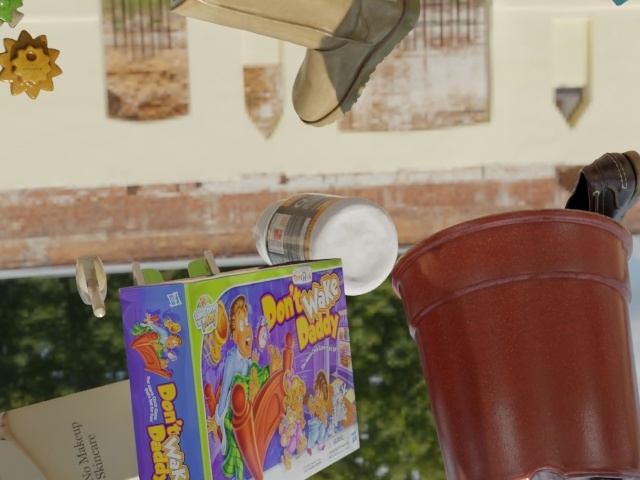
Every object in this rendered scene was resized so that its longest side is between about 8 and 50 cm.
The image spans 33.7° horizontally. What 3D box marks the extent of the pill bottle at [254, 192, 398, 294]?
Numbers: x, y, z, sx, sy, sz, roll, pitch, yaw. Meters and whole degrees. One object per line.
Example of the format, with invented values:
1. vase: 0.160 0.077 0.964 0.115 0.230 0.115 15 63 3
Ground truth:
1. pill bottle: 0.000 0.000 1.816 0.162 0.162 0.278 -7 -172 -27

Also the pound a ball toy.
1. pound a ball toy: -0.235 0.130 1.540 0.208 0.136 0.319 -9 -153 -14

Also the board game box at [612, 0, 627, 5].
1. board game box: 0.419 -0.375 0.962 0.336 0.079 0.253 -42 -174 -25

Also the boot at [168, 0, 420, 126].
1. boot: -0.052 -0.243 1.201 0.269 0.236 0.089 8 -134 -37

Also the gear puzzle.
1. gear puzzle: -0.446 -0.287 1.261 0.339 0.175 0.044 45 164 -31

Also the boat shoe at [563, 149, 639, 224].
1. boat shoe: 0.305 -0.029 1.205 0.073 0.073 0.207 -18 148 -11

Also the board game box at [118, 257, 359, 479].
1. board game box: -0.071 0.147 1.135 0.078 0.234 0.347 -5 -179 26

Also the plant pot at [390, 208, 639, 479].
1. plant pot: 0.225 0.145 1.133 0.272 0.265 0.272 -5 154 -2

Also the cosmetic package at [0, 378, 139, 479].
1. cosmetic package: -0.343 0.316 1.593 0.309 0.160 0.113 -14 154 -20
